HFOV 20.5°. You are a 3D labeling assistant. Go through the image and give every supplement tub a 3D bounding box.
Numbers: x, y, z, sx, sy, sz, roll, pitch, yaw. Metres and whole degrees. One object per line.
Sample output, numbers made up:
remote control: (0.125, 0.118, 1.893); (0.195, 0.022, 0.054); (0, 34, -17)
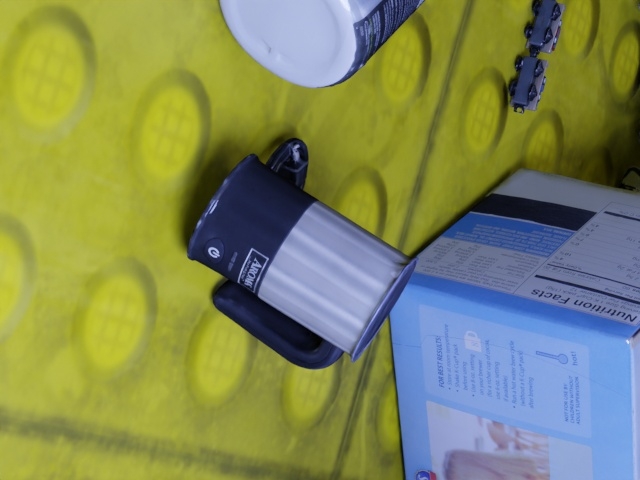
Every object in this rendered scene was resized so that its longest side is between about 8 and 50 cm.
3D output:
supplement tub: (0.026, -0.199, 1.200); (0.190, 0.117, 0.117); (-49, 139, -37)

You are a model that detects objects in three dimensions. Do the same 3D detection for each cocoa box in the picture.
cocoa box: (0.218, 0.153, 1.515); (0.228, 0.231, 0.347); (-37, 130, -44)

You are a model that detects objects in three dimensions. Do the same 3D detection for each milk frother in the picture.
milk frother: (0.000, 0.000, 1.213); (0.143, 0.134, 0.129); (-54, 172, -28)

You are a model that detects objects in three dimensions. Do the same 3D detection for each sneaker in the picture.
sneaker: (0.306, -0.034, 1.771); (0.037, 0.032, 0.083); (13, 90, -58)

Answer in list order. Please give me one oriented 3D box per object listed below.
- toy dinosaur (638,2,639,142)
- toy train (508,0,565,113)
toy dinosaur: (0.372, -0.134, 1.770); (0.322, 0.164, 0.218); (-97, -167, -55)
toy train: (0.196, -0.185, 1.555); (0.036, 0.027, 0.158); (35, 71, -67)
